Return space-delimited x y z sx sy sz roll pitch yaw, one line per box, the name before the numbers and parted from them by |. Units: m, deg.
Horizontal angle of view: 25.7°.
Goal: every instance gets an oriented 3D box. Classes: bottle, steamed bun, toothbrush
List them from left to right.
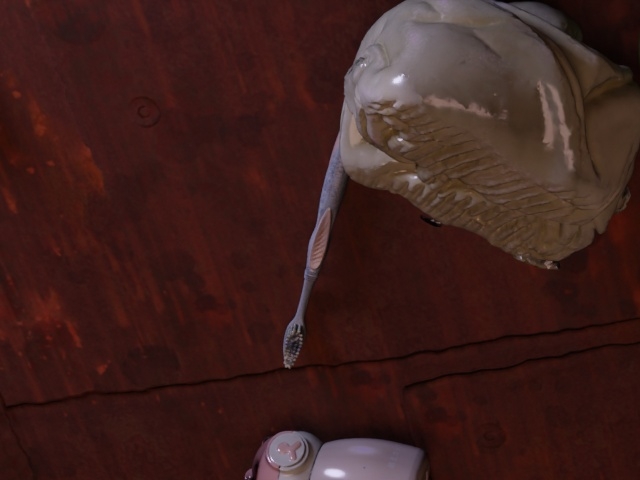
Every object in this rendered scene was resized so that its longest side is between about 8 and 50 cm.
toothbrush | 0.000 0.000 1.765 0.028 0.037 0.375 14 117 -2
bottle | 0.018 0.325 1.878 0.236 0.147 0.147 13 120 11
steamed bun | 0.197 -0.149 1.536 0.346 0.237 0.394 11 159 35

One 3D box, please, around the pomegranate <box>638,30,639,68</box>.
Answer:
pomegranate | 0.481 -0.213 1.475 0.302 0.236 0.236 -30 110 10
